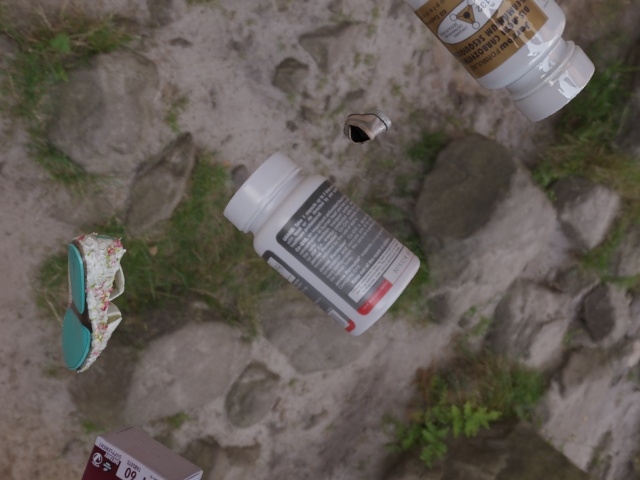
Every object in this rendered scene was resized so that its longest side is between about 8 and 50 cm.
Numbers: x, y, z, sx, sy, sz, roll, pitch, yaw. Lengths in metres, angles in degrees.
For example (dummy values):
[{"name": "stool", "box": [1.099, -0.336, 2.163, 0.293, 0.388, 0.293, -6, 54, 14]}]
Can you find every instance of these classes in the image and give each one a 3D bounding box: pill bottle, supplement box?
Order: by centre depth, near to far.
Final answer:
[{"name": "pill bottle", "box": [0.223, -0.262, 0.944, 0.229, 0.131, 0.131, 44, 77, -12]}, {"name": "supplement box", "box": [-0.260, 0.378, 0.994, 0.073, 0.130, 0.240, -3, 116, -68]}, {"name": "pill bottle", "box": [0.000, 0.000, 1.196, 0.161, 0.283, 0.161, -49, 180, 0]}]

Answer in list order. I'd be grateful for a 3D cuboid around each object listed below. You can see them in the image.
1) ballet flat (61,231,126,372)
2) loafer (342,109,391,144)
[{"name": "ballet flat", "box": [-0.317, 0.091, 1.089, 0.077, 0.091, 0.241, -15, 137, -38]}, {"name": "loafer", "box": [0.055, -0.155, 1.080, 0.045, 0.125, 0.039, 45, 76, -14]}]
